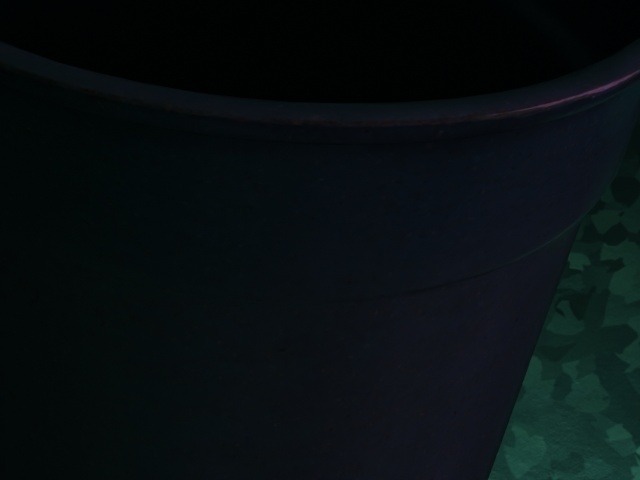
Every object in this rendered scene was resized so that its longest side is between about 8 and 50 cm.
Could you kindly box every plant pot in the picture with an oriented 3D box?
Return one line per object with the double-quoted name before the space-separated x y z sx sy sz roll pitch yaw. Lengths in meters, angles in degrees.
"plant pot" -0.041 -0.001 0.747 0.341 0.341 0.334 -69 170 -54
